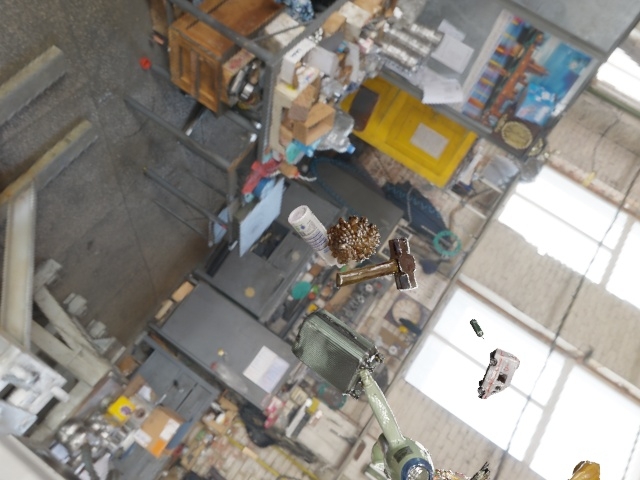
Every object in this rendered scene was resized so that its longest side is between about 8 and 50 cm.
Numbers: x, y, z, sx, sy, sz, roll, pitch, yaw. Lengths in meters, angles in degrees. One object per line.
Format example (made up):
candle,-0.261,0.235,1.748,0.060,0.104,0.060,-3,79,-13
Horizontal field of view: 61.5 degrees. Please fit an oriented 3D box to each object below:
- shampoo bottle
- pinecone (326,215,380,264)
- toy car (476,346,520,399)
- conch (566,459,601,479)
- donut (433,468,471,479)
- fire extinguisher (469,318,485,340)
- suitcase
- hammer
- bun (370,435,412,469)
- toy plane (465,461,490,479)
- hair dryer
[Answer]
shampoo bottle,0.000,0.000,2.042,0.092,0.303,0.092,-28,-145,21
pinecone,0.122,-0.006,1.961,0.195,0.179,0.150,-16,-177,-10
toy car,0.661,0.509,2.007,0.089,0.108,0.210,-24,134,-70
conch,0.933,0.858,1.913,0.330,0.093,0.109,-11,145,-45
donut,0.506,0.909,1.875,0.383,0.382,0.143,83,22,-77
fire extinguisher,0.455,0.258,1.563,0.025,0.038,0.083,-42,-157,15
suitcase,0.054,0.398,1.911,0.128,0.312,0.202,-28,146,-52
hammer,0.238,0.134,2.390,0.408,0.243,0.095,-11,177,-25
bun,0.290,0.809,2.059,0.195,0.195,0.118,113,-14,-51
toy plane,0.485,0.739,1.670,0.120,0.049,0.031,-40,-146,1
hair dryer,0.172,0.482,1.357,0.118,0.298,0.296,-23,157,-9
